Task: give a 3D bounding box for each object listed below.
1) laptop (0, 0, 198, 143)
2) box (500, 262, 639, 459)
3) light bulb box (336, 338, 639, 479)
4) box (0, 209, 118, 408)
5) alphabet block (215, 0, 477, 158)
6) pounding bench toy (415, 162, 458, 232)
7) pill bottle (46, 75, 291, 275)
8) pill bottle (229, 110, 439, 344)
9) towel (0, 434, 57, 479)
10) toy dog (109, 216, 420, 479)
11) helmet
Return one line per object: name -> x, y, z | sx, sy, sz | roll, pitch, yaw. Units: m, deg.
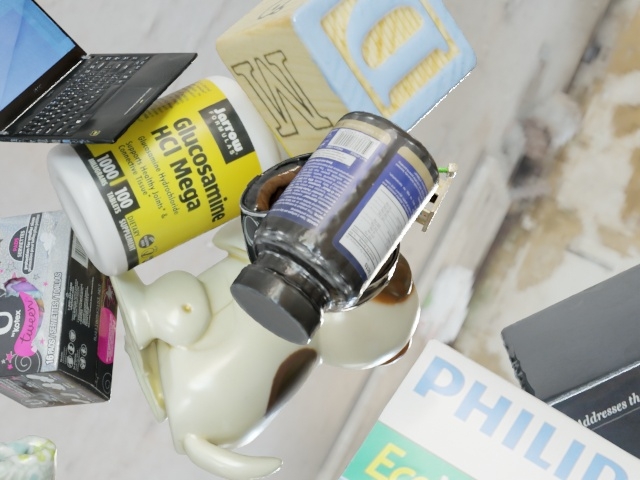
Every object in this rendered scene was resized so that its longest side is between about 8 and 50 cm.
laptop -> -0.328, -0.232, 1.595 | 0.234, 0.264, 0.136 | -57, 143, -48
box -> 0.546, 0.250, 1.583 | 0.480, 0.471, 0.297 | -26, -166, 6
light bulb box -> 0.144, 0.301, 0.841 | 0.225, 0.358, 0.361 | -54, 166, -24
box -> -0.392, 0.100, 1.854 | 0.163, 0.142, 0.247 | 50, 36, -59
alphabet block -> 0.029, -0.222, 1.529 | 0.192, 0.197, 0.193 | -43, 110, -25
pounding bench toy -> 0.114, -0.066, 1.484 | 0.083, 0.065, 0.052 | -60, 175, -27
pill bottle -> -0.174, -0.103, 1.701 | 0.334, 0.188, 0.188 | -27, 147, -16
pill bottle -> 0.012, -0.011, 1.262 | 0.219, 0.123, 0.123 | -53, 158, -20
towel -> -0.538, 0.419, 1.689 | 0.374, 0.090, 0.320 | -4, 122, -24
toy dog -> -0.058, 0.112, 1.820 | 0.408, 0.395, 0.284 | -21, 132, -14
helmet -> 0.000, 0.000, 1.421 | 0.169, 0.169, 0.161 | -49, 125, -36
